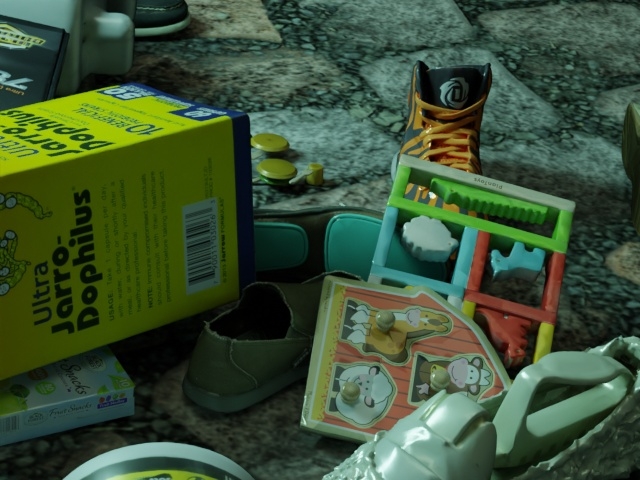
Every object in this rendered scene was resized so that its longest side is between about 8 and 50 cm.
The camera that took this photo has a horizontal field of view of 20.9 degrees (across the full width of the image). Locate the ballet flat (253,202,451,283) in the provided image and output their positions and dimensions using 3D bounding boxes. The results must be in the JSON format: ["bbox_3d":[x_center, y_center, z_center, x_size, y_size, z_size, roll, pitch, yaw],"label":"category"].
[{"bbox_3d":[0.000,0.000,1.832,0.280,0.095,0.096,8,16,2],"label":"ballet flat"}]

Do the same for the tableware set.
[{"bbox_3d":[-0.066,-0.096,2.045,0.154,0.024,0.104,22,31,26],"label":"tableware set"}]

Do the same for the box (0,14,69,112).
[{"bbox_3d":[-0.433,-0.177,1.874,0.295,0.073,0.293,13,27,-8],"label":"box"}]

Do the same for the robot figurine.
[{"bbox_3d":[-0.401,-0.279,2.108,0.353,0.200,0.300,4,65,-6],"label":"robot figurine"}]

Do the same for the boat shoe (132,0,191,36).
[{"bbox_3d":[-0.336,-0.364,2.347,0.340,0.113,0.127,17,32,16],"label":"boat shoe"}]

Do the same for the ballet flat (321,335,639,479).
[{"bbox_3d":[0.150,0.173,1.524,0.409,0.147,0.147,-18,38,-35],"label":"ballet flat"}]

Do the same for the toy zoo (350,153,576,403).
[{"bbox_3d":[0.140,0.057,1.723,0.192,0.030,0.293,15,55,0],"label":"toy zoo"}]

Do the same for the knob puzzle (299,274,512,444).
[{"bbox_3d":[0.088,0.118,1.633,0.213,0.030,0.213,5,55,-7],"label":"knob puzzle"}]

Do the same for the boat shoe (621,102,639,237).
[{"bbox_3d":[0.416,-0.078,2.030,0.098,0.109,0.302,6,25,0],"label":"boat shoe"}]

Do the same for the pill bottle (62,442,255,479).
[{"bbox_3d":[-0.108,0.308,1.195,0.188,0.188,0.334,2,31,-8],"label":"pill bottle"}]

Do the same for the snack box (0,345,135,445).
[{"bbox_3d":[-0.254,0.135,1.600,0.141,0.037,0.100,-10,35,-26],"label":"snack box"}]

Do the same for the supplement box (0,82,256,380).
[{"bbox_3d":[-0.257,-0.014,1.648,0.356,0.195,0.194,-18,25,-39],"label":"supplement box"}]

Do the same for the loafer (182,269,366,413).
[{"bbox_3d":[-0.030,0.083,1.684,0.094,0.087,0.251,26,36,29],"label":"loafer"}]

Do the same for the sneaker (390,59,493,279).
[{"bbox_3d":[0.132,-0.098,1.929,0.124,0.180,0.321,3,31,-6],"label":"sneaker"}]
